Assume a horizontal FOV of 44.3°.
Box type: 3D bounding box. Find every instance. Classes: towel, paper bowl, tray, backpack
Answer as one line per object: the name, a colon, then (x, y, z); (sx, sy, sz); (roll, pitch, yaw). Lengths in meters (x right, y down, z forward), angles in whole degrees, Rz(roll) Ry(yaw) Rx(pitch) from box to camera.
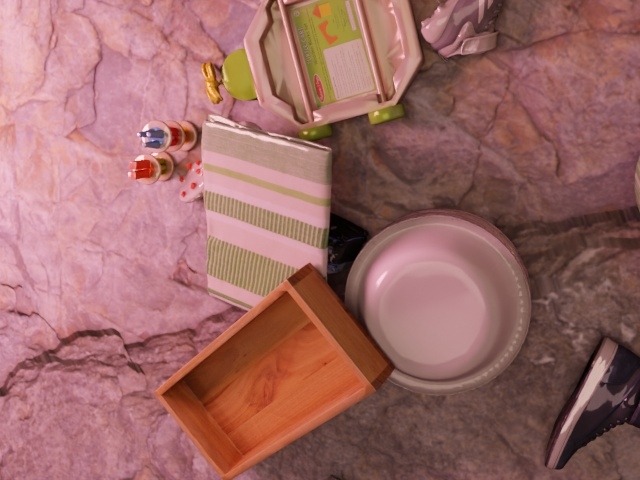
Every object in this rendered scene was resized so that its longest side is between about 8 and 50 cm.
towel: (-0.086, -0.018, 1.223); (0.248, 0.038, 0.324); (20, 123, 30)
paper bowl: (0.176, 0.099, 1.202); (0.284, 0.148, 0.284); (2, 100, 13)
tray: (-0.089, 0.225, 1.261); (0.202, 0.076, 0.411); (51, 129, 2)
backpack: (0.000, 0.000, 1.254); (0.114, 0.105, 0.084); (30, 109, 20)

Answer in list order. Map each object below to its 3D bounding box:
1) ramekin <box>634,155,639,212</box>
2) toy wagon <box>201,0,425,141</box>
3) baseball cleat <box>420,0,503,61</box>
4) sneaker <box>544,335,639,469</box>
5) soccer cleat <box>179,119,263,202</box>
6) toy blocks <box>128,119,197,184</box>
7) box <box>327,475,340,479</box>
ramekin: (0.564, -0.065, 1.020); (0.304, 0.148, 0.303); (2, 124, 3)
toy wagon: (-0.019, -0.292, 1.230); (0.345, 0.068, 0.267); (-13, 95, 17)
baseball cleat: (0.248, -0.349, 1.158); (0.206, 0.072, 0.109); (-38, 102, 22)
sneaker: (0.451, 0.281, 1.188); (0.163, 0.086, 0.226); (28, 104, 12)
soccer cleat: (-0.161, -0.120, 1.300); (0.196, 0.076, 0.068); (-41, 46, 30)
toy blocks: (-0.273, -0.142, 1.280); (0.054, 0.148, 0.123); (42, 106, 6)
box: (0.052, 0.530, 1.319); (0.181, 0.119, 0.181); (23, 104, 10)
